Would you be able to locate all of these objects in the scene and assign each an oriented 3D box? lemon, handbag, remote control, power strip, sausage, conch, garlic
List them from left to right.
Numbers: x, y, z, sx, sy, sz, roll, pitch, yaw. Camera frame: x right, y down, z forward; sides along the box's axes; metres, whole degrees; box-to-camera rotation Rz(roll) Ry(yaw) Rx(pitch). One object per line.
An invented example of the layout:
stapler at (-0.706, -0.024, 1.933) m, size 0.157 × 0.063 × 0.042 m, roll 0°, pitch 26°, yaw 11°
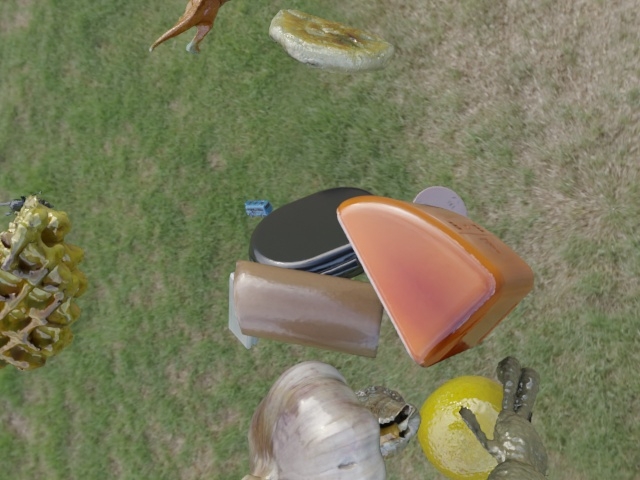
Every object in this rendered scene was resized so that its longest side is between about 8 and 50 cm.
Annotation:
remote control at (-0.229, 0.211, 1.812) m, size 0.103 × 0.055 × 0.277 m, roll 42°, pitch 143°, yaw 27°
garlic at (-0.045, 0.309, 0.785) m, size 0.245 × 0.253 × 0.245 m, roll 43°, pitch 142°, yaw 46°
sausage at (-0.022, 0.111, 0.963) m, size 0.253 × 0.123 × 0.123 m, roll 10°, pitch 98°, yaw 0°
handbag at (0.001, 0.001, 1.240) m, size 0.308 × 0.093 × 0.253 m, roll -22°, pitch 40°, yaw -4°
conch at (0.124, 0.388, 1.257) m, size 0.163 × 0.178 × 0.245 m, roll 59°, pitch 150°, yaw 12°
power strip at (0.300, -0.060, 1.547) m, size 0.154 × 0.078 × 0.154 m, roll 1°, pitch 79°, yaw -7°
lemon at (0.389, 0.485, 1.533) m, size 0.293 × 0.293 × 0.293 m, roll 1°, pitch 93°, yaw 26°

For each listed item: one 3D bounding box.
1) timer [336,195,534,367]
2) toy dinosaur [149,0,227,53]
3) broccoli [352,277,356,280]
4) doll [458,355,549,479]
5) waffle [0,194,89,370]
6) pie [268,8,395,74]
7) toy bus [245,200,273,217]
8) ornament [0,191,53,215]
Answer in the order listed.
timer at (0.165, 0.030, 0.889) m, size 0.250 × 0.257 × 0.161 m, roll 48°, pitch 113°, yaw 23°
toy dinosaur at (-0.163, -0.348, 0.873) m, size 0.057 × 0.212 × 0.142 m, roll 36°, pitch 127°, yaw -19°
broccoli at (0.025, 0.040, 1.541) m, size 0.235 × 0.288 × 0.260 m, roll 26°, pitch 60°, yaw 17°
doll at (0.248, 0.257, 0.761) m, size 0.091 × 0.203 × 0.286 m, roll -38°, pitch 38°, yaw 29°
waffle at (-0.489, 0.056, 0.789) m, size 0.324 × 0.151 × 0.261 m, roll 2°, pitch 122°, yaw -13°
pie at (0.031, -0.504, 1.510) m, size 0.337 × 0.337 × 0.075 m, roll 32°, pitch 126°, yaw 21°
toy bus at (-0.188, -0.097, 1.793) m, size 0.083 × 0.038 × 0.046 m, roll 3°, pitch 132°, yaw 36°
ornament at (-0.460, -0.057, 0.944) m, size 0.125 × 0.073 × 0.028 m, roll -8°, pitch 86°, yaw 44°
